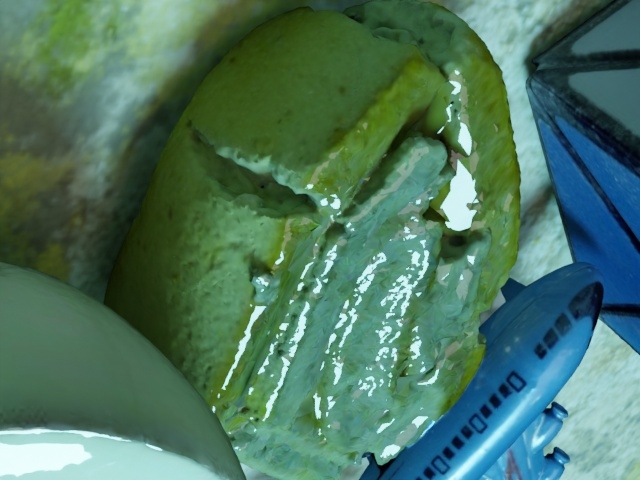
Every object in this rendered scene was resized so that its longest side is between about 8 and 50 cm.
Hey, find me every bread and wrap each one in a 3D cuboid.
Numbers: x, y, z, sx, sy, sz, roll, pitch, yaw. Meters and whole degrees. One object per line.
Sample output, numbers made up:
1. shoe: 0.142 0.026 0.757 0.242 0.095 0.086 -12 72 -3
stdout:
1. bread: 0.000 0.000 0.844 0.186 0.124 0.257 -9 129 -35

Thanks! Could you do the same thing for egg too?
1. egg: -0.146 0.100 0.770 0.206 0.162 0.271 -38 135 16

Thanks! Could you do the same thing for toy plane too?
1. toy plane: 0.079 0.120 1.025 0.254 0.105 0.271 33 93 -30

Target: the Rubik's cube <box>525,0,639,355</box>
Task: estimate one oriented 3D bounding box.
1. Rubik's cube: 0.305 -0.035 0.975 0.255 0.260 0.259 -37 144 -11
